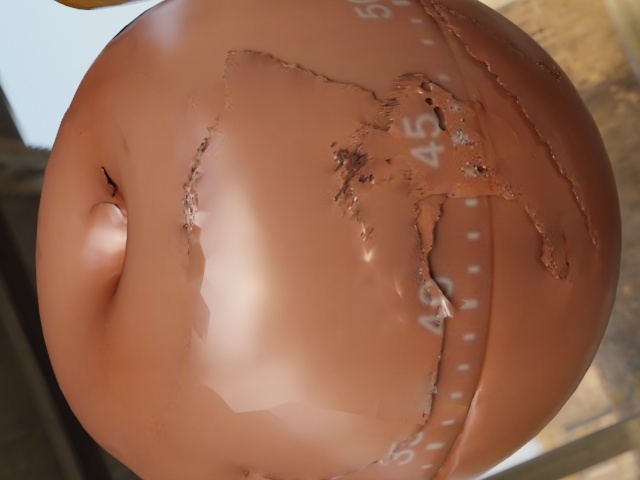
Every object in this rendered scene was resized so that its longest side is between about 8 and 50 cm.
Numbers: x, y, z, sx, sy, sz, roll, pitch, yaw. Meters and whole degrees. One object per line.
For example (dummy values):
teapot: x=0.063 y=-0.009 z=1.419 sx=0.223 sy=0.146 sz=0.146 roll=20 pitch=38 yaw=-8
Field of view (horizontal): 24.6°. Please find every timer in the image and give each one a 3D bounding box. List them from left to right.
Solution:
timer: x=0.000 y=0.000 z=0.603 sx=0.230 sy=0.215 sz=0.229 roll=12 pitch=104 yaw=57

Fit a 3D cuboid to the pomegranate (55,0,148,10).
pomegranate: x=-0.150 y=-0.258 z=1.013 sx=0.207 sy=0.207 sz=0.207 roll=-24 pitch=-90 yaw=-83
